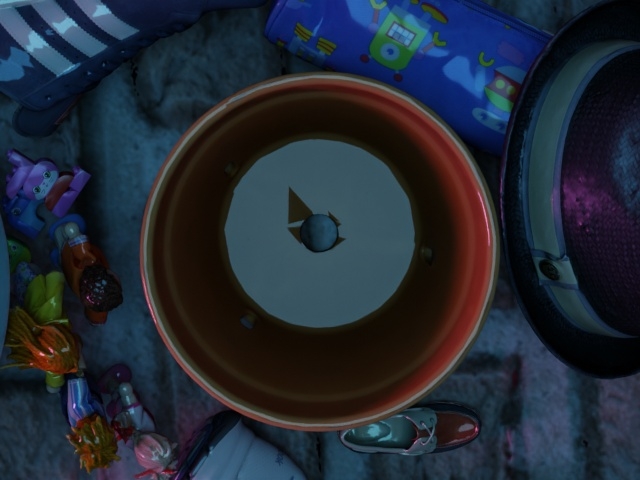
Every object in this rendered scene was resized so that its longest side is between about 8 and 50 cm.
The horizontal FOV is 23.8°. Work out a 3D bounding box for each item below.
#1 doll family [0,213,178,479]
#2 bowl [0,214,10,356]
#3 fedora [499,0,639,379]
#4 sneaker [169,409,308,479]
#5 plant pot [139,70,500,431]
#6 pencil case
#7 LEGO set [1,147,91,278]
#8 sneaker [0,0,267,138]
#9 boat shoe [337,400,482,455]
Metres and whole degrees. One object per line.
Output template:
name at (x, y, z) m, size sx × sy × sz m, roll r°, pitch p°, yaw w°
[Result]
doll family at (-0.210, 0.115, 1.300) m, size 0.118 × 0.163 × 0.263 m, roll -22°, pitch 117°, yaw -13°
bowl at (-0.420, 0.045, 1.257) m, size 0.311 × 0.163 × 0.312 m, roll -4°, pitch 83°, yaw 36°
fedora at (0.297, -0.036, 1.263) m, size 0.334 × 0.152 × 0.334 m, roll -9°, pitch 104°, yaw -40°
sneaker at (-0.120, 0.306, 1.391) m, size 0.129 × 0.111 × 0.297 m, roll 33°, pitch 97°, yaw -12°
plant pot at (0.000, 0.000, 1.311) m, size 0.290 × 0.203 × 0.291 m, roll 0°, pitch 96°, yaw 0°
pencil case at (0.105, -0.168, 1.336) m, size 0.306 × 0.119 × 0.133 m, roll 27°, pitch 112°, yaw -3°
LEGO set at (-0.312, 0.002, 1.367) m, size 0.093 × 0.087 × 0.227 m, roll 33°, pitch 95°, yaw -18°
sneaker at (-0.209, -0.170, 1.340) m, size 0.350 × 0.131 × 0.148 m, roll -5°, pitch 98°, yaw 8°
boat shoe at (0.084, 0.176, 1.408) m, size 0.137 × 0.043 × 0.049 m, roll -1°, pitch 93°, yaw -1°
